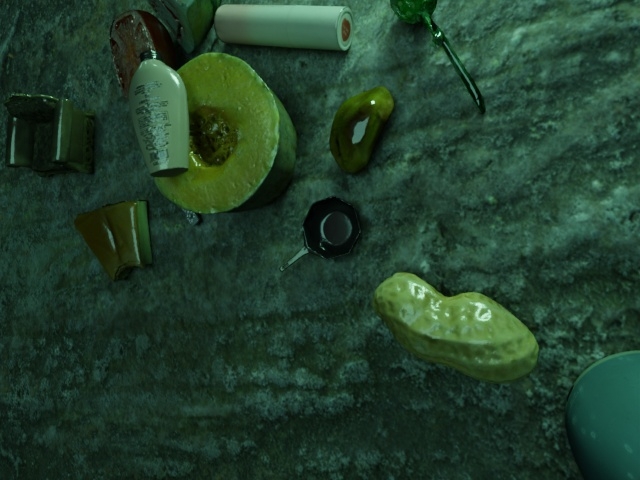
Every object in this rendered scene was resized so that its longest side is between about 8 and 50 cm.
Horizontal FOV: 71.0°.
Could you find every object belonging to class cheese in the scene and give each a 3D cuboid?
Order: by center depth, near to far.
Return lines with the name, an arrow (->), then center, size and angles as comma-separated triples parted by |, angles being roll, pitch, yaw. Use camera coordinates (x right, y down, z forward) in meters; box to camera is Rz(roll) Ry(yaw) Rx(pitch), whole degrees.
cheese -> -0.363, -0.119, 1.154 | 0.097, 0.037, 0.192 | -39, 72, 20

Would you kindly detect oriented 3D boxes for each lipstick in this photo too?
lipstick -> -0.088, -0.485, 1.015 | 0.327, 0.087, 0.087 | 15, 94, 26

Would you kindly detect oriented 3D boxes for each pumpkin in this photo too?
pumpkin -> -0.200, -0.224, 1.010 | 0.332, 0.199, 0.332 | 2, 95, 22

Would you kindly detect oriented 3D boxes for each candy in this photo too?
candy -> 0.235, -0.385, 0.872 | 0.097, 0.097, 0.323 | -31, 82, 21

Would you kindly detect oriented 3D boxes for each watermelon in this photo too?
watermelon -> -0.324, -0.612, 1.045 | 0.201, 0.213, 0.261 | 20, 90, -17

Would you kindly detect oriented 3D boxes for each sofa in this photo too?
sofa -> -0.798, -0.295, 1.290 | 0.258, 0.182, 0.200 | 2, 89, 25

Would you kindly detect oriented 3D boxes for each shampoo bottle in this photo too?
shampoo bottle -> -0.329, -0.262, 0.916 | 0.127, 0.078, 0.257 | -11, 88, 17

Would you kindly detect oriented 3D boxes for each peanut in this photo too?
peanut -> 0.231, 0.154, 0.814 | 0.305, 0.147, 0.147 | 14, 94, 30

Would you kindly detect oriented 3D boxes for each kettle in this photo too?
kettle -> 0.454, 0.329, 0.578 | 0.247, 0.342, 0.319 | 20, 97, 24

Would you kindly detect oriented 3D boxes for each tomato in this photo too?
tomato -> -0.454, -0.475, 1.172 | 0.237, 0.095, 0.236 | 13, 111, 36

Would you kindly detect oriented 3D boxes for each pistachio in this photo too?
pistachio -> 0.076, -0.233, 0.918 | 0.110, 0.100, 0.189 | 31, 102, 22

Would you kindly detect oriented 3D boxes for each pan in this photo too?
pan -> -0.004, -0.016, 0.973 | 0.202, 0.048, 0.128 | -16, 79, 22

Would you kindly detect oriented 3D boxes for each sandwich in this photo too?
sandwich -> -0.577, 0.009, 1.236 | 0.245, 0.063, 0.212 | -10, 84, 26
